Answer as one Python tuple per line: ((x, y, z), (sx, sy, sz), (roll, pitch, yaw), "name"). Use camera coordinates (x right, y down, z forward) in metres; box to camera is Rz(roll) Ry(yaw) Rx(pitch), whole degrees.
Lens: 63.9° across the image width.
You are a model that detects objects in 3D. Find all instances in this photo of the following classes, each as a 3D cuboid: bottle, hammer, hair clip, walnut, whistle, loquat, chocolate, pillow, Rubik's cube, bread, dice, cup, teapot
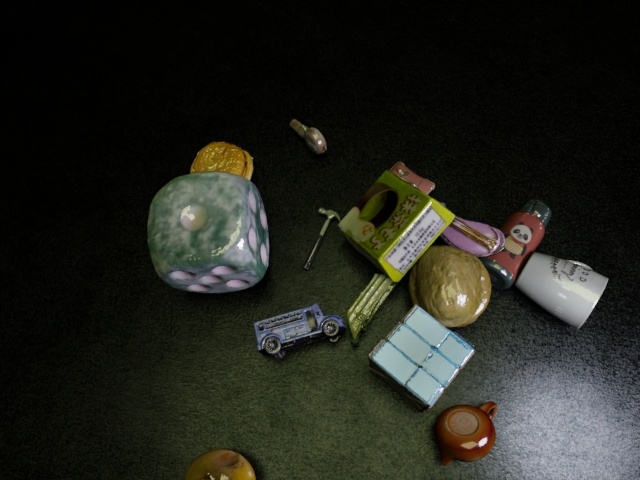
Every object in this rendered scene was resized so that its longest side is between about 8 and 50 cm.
((0.666, 0.000, 1.760), (0.144, 0.144, 0.336), (34, 72, 17), "bottle")
((0.000, 0.000, 1.871), (0.103, 0.029, 0.246), (20, 72, 13), "hammer")
((0.471, -0.044, 1.771), (0.110, 0.095, 0.359), (-27, 48, -26), "hair clip")
((0.417, 0.147, 1.669), (0.283, 0.227, 0.282), (-8, 63, 15), "walnut")
((-0.048, -0.409, 2.009), (0.057, 0.107, 0.220), (-35, 56, -14), "whistle")
((-0.294, 0.714, 1.503), (0.213, 0.213, 0.213), (-2, 67, 4), "loquat")
((0.238, -0.062, 1.726), (0.301, 0.137, 0.289), (-50, 44, 3), "chocolate")
((0.305, -0.197, 1.902), (0.179, 0.075, 0.171), (40, 77, 20), "pillow")
((0.304, 0.366, 1.589), (0.231, 0.221, 0.224), (38, 76, 18), "Rubik's cube")
((-0.379, -0.275, 1.962), (0.236, 0.120, 0.198), (11, 71, 9), "bread")
((-0.363, -0.016, 1.743), (0.331, 0.348, 0.327), (-7, 67, 8), "dice")
((0.795, 0.132, 1.694), (0.234, 0.186, 0.258), (32, 44, 24), "cup")
((0.449, 0.580, 1.553), (0.252, 0.135, 0.178), (-30, 37, -27), "teapot")

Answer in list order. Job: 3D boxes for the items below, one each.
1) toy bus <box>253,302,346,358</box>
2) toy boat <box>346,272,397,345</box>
((-0.067, 0.293, 1.701), (0.292, 0.125, 0.133), (-16, 67, -1), "toy bus")
((0.160, 0.215, 1.723), (0.084, 0.111, 0.276), (30, 74, 18), "toy boat")
